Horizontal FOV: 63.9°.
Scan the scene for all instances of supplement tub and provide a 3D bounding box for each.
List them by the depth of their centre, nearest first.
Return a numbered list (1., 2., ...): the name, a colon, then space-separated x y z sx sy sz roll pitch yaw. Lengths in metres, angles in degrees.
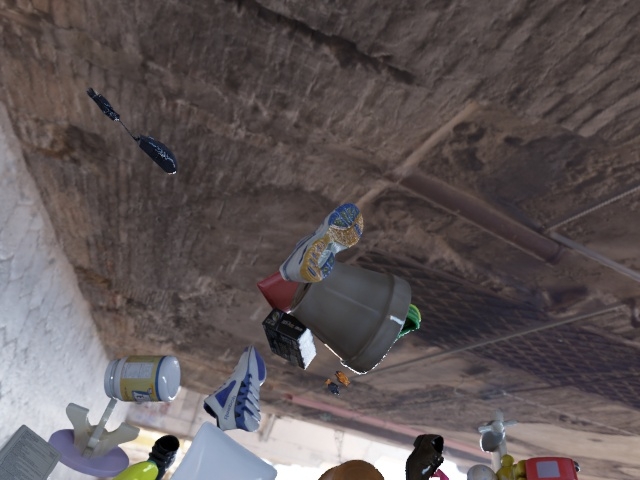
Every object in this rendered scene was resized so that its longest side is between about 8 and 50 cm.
1. supplement tub: -0.562 0.438 1.629 0.144 0.200 0.144 -1 90 -86

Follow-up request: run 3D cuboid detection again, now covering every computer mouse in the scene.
1. computer mouse: -0.394 -0.237 1.099 0.041 0.242 0.071 -44 -155 -1

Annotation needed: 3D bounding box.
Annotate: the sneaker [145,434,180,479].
1. sneaker: -0.596 0.804 1.796 0.296 0.105 0.147 -52 165 -55

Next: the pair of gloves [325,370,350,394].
1. pair of gloves: 0.067 0.559 2.017 0.083 0.074 0.010 -40 180 -10

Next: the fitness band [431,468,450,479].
1. fitness band: 0.377 0.956 1.867 0.209 0.054 0.291 -42 -175 34

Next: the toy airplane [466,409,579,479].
1. toy airplane: 0.523 0.721 1.477 0.384 0.272 0.386 -65 -167 0

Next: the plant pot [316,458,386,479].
1. plant pot: 0.111 0.891 1.765 0.291 0.291 0.203 -86 -173 -48

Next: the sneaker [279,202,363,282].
1. sneaker: 0.000 0.000 1.343 0.131 0.112 0.296 -12 -156 44

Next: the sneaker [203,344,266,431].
1. sneaker: -0.293 0.499 1.703 0.315 0.182 0.127 -89 159 -53

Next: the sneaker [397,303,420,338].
1. sneaker: 0.201 0.292 1.767 0.123 0.296 0.109 -96 169 -72

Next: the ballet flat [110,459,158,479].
1. ballet flat: -0.492 0.613 1.226 0.231 0.077 0.077 -29 -161 6

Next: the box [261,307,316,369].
1. box: -0.103 0.330 1.729 0.077 0.147 0.180 -50 146 -33

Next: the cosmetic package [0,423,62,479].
1. cosmetic package: -0.865 0.668 1.423 0.113 0.160 0.309 -44 -169 -1

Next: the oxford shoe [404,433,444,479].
1. oxford shoe: 0.313 0.659 1.521 0.096 0.083 0.227 -28 -165 37

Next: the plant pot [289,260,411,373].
1. plant pot: 0.072 0.198 1.573 0.323 0.280 0.323 -56 -169 17

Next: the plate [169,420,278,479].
1. plate: -0.287 0.683 1.389 0.045 0.277 0.278 -25 -152 52

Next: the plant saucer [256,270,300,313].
1. plant saucer: -0.096 0.178 2.007 0.259 0.047 0.258 -29 -150 -11

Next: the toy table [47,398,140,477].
1. toy table: -0.762 0.669 1.751 0.161 0.274 0.252 -62 -157 8
